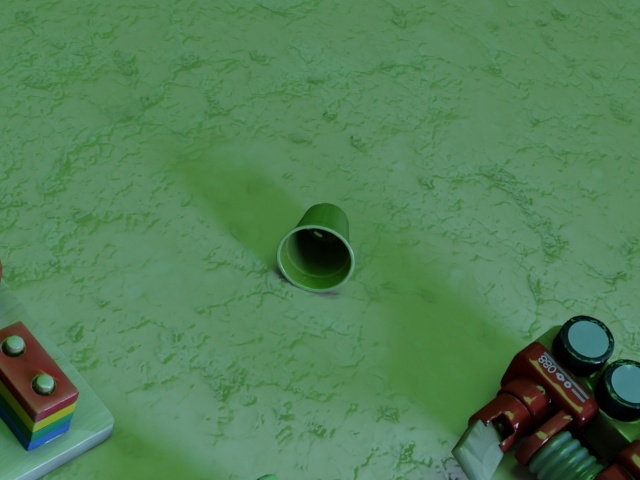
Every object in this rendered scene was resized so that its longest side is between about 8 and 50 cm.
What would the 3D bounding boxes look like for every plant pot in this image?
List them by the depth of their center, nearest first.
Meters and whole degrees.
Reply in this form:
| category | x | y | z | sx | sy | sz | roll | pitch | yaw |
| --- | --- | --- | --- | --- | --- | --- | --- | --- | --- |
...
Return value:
| category | x | y | z | sx | sy | sz | roll | pitch | yaw |
| --- | --- | --- | --- | --- | --- | --- | --- | --- | --- |
| plant pot | 0.000 | 0.000 | 1.330 | 0.083 | 0.083 | 0.079 | 21 | 32 | -3 |

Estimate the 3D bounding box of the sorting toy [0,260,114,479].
| category | x | y | z | sx | sy | sz | roll | pitch | yaw |
| --- | --- | --- | --- | --- | --- | --- | --- | --- | --- |
| sorting toy | -0.349 | 0.110 | 1.065 | 0.257 | 0.089 | 0.255 | -27 | 64 | -38 |

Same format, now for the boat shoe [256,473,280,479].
| category | x | y | z | sx | sy | sz | roll | pitch | yaw |
| --- | --- | --- | --- | --- | --- | --- | --- | --- | --- |
| boat shoe | -0.009 | 0.310 | 1.047 | 0.081 | 0.079 | 0.227 | -33 | 70 | -15 |

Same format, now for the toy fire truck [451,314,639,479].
| category | x | y | z | sx | sy | sz | roll | pitch | yaw |
| --- | --- | --- | --- | --- | --- | --- | --- | --- | --- |
| toy fire truck | 0.234 | 0.210 | 1.192 | 0.246 | 0.158 | 0.217 | -31 | 66 | -27 |
